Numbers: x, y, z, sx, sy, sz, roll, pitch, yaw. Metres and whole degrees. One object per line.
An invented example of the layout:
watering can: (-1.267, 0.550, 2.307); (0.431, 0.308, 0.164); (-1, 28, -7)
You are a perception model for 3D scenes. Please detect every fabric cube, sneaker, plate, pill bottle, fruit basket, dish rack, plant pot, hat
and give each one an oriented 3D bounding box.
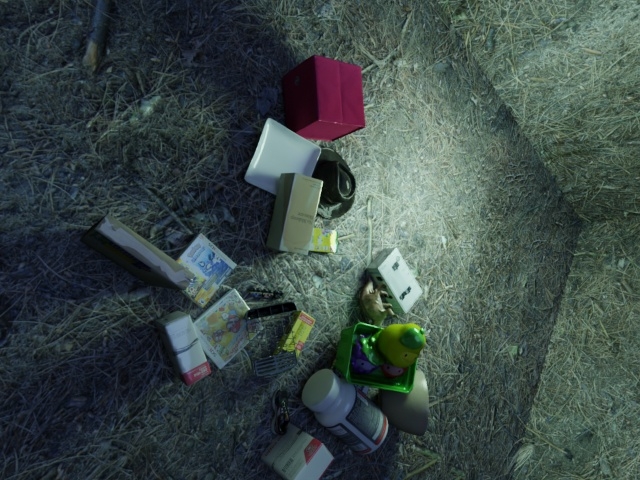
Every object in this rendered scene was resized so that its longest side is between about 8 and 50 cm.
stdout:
fabric cube: (0.011, -0.586, 1.729); (0.259, 0.254, 0.258); (-4, 90, -35)
sneaker: (-0.146, 0.684, 1.622); (0.071, 0.077, 0.178); (5, 82, -35)
plate: (-0.157, -0.319, 1.697); (0.277, 0.045, 0.278); (24, 82, -32)
pill bottle: (0.103, 0.713, 1.711); (0.363, 0.210, 0.210); (48, 62, -22)
fruit basket: (0.286, 0.479, 1.704); (0.391, 0.392, 0.283); (20, 75, -32)
dish rack: (-0.180, 0.383, 1.570); (0.208, 0.074, 0.272); (-7, 84, -26)
plant pot: (0.370, 0.744, 1.886); (0.190, 0.284, 0.284); (3, 83, 0)
hat: (0.068, -0.265, 1.815); (0.331, 0.134, 0.332); (3, 85, -34)

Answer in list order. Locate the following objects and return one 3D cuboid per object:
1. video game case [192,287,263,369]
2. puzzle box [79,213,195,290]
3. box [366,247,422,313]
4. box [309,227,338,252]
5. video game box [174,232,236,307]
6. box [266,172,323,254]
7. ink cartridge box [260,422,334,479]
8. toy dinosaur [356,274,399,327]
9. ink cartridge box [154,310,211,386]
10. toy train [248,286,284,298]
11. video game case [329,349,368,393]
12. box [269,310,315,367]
video game case: (-0.354, 0.330, 1.537); (0.227, 0.026, 0.206); (-42, 110, -30)
puzzle box: (-0.548, 0.047, 1.195); (0.272, 0.408, 0.052); (42, 64, -26)
box: (0.368, 0.199, 2.011); (0.169, 0.087, 0.290); (-45, 110, -29)
box: (0.000, 0.000, 1.801); (0.179, 0.043, 0.105); (7, 82, -32)
video game box: (-0.438, 0.108, 1.486); (0.187, 0.048, 0.205); (44, 63, -21)
box: (-0.107, -0.107, 1.656); (0.147, 0.121, 0.311); (10, 91, -34)
ink cartridge box: (-0.092, 0.828, 1.551); (0.172, 0.237, 0.100); (-43, 113, -29)
toy dinosaur: (0.235, 0.313, 1.900); (0.200, 0.127, 0.296); (-20, 80, 1)
ink cartridge box: (-0.467, 0.357, 1.376); (0.092, 0.158, 0.218); (-25, 101, -32)
toy train: (-0.218, 0.214, 1.642); (0.158, 0.027, 0.036); (12, 90, -34)
video game case: (0.166, 0.556, 1.870); (0.232, 0.041, 0.210); (40, 65, -26)
box: (-0.113, 0.410, 1.678); (0.087, 0.058, 0.232); (39, 65, -24)
